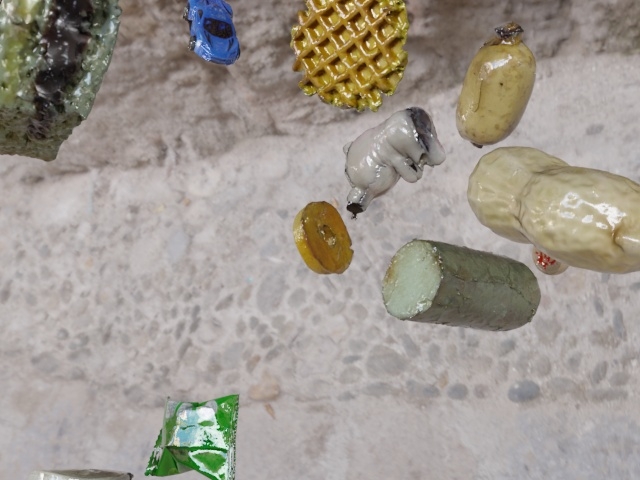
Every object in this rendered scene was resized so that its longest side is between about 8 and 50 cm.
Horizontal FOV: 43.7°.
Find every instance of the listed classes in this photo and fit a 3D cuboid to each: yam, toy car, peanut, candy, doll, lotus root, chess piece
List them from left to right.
[{"bbox_3d":[-0.210,0.326,1.306,0.203,0.078,0.141,-11,79,38],"label":"candy"},{"bbox_3d":[-0.214,-0.425,1.589,0.216,0.103,0.063,-108,35,-44],"label":"toy car"},{"bbox_3d":[0.108,-0.137,1.286,0.192,0.095,0.149,-37,47,31],"label":"doll"},{"bbox_3d":[0.270,0.091,1.531,0.168,0.304,0.168,-13,72,48],"label":"yam"},{"bbox_3d":[0.387,-0.339,1.752,0.146,0.284,0.160,-12,38,-28],"label":"lotus root"},{"bbox_3d":[0.469,0.030,1.619,0.038,0.084,0.084,-14,50,-31],"label":"chess piece"},{"bbox_3d":[0.182,-0.023,0.596,0.082,0.082,0.187,-48,27,-4],"label":"peanut"}]

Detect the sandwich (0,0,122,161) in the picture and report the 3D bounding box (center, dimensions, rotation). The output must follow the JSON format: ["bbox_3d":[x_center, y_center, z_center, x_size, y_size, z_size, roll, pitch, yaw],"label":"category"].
[{"bbox_3d":[-0.328,-0.245,0.946,0.262,0.131,0.325,-53,32,35],"label":"sandwich"}]

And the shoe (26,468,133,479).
[{"bbox_3d":[-0.301,0.374,0.981,0.124,0.316,0.159,6,66,-11],"label":"shoe"}]

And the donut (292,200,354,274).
[{"bbox_3d":[0.000,0.000,1.839,0.065,0.162,0.178,-23,75,37],"label":"donut"}]

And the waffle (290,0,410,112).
[{"bbox_3d":[0.057,-0.445,1.799,0.325,0.068,0.302,21,118,28],"label":"waffle"}]
